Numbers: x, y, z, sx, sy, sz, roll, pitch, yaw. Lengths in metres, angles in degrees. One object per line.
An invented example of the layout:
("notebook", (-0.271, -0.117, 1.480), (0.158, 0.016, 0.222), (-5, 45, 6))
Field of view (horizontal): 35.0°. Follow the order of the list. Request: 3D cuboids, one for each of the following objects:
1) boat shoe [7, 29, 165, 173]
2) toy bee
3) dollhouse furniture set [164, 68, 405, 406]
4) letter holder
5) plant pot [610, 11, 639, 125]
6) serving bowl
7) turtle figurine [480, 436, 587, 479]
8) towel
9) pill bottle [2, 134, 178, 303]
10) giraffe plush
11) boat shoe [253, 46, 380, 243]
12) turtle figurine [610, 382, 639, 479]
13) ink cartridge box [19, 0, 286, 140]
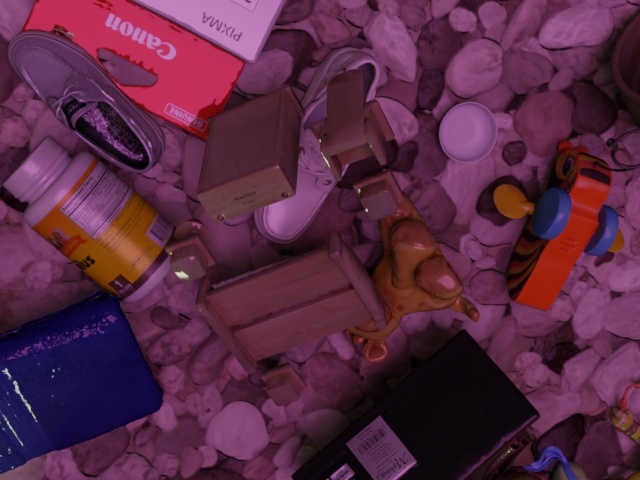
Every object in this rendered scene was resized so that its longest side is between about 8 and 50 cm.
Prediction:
("boat shoe", (-0.284, -0.167, 1.234), (0.227, 0.081, 0.079), (40, 107, -17))
("toy bee", (0.352, -0.052, 1.386), (0.195, 0.162, 0.298), (38, 117, -25))
("dollhouse furniture set", (0.000, 0.000, 1.269), (0.303, 0.174, 0.355), (-20, 126, 17))
("letter holder", (0.134, 0.290, 1.410), (0.302, 0.214, 0.152), (-40, 75, -4))
("plant pot", (0.582, -0.175, 1.338), (0.323, 0.323, 0.280), (-36, 124, -3))
("serving bowl", (0.197, -0.147, 1.378), (0.083, 0.027, 0.083), (-2, 102, -12))
("turtle figurine", (0.267, 0.430, 1.403), (0.266, 0.198, 0.274), (-23, 118, 18))
("towel", (-0.369, 0.188, 1.278), (0.308, 0.076, 0.227), (-20, 138, -8))
("pill bottle", (-0.280, -0.028, 1.252), (0.215, 0.117, 0.117), (43, 91, -17))
("giraffe plush", (0.092, 0.063, 1.351), (0.170, 0.181, 0.210), (-31, 142, 6))
("boat shoe", (-0.005, -0.119, 1.304), (0.098, 0.096, 0.277), (22, 97, -18))
("turtle figurine", (0.521, 0.356, 1.527), (0.269, 0.087, 0.217), (35, 93, -17))
("ink cartridge box", (-0.202, -0.285, 1.246), (0.275, 0.060, 0.239), (26, 94, -16))
